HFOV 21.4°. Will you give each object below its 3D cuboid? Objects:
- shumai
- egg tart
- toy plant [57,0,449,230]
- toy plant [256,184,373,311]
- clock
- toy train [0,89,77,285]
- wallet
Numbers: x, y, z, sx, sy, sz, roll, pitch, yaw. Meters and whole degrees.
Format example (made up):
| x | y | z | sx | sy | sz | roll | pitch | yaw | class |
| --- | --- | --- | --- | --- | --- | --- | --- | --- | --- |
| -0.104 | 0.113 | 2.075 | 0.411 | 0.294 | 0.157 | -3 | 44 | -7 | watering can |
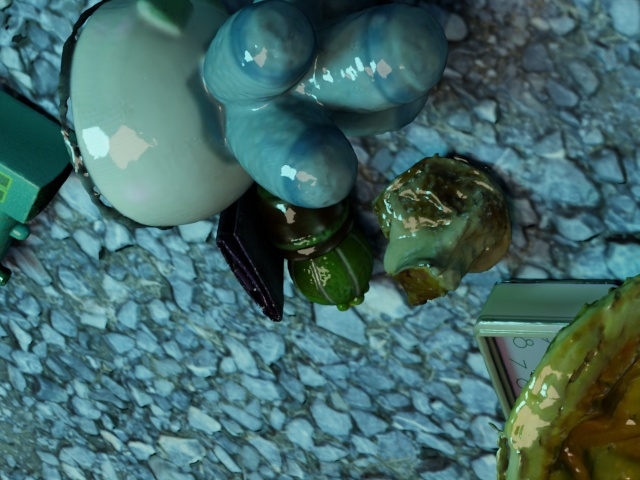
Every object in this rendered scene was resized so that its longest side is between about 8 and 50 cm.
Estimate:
| x | y | z | sx | sy | sz | roll | pitch | yaw | class |
| --- | --- | --- | --- | --- | --- | --- | --- | --- | --- |
| 0.106 | -0.002 | 1.598 | 0.145 | 0.116 | 0.145 | 18 | 134 | 20 | shumai |
| 0.303 | 0.147 | 1.531 | 0.341 | 0.341 | 0.132 | 65 | 173 | -30 | egg tart |
| -0.037 | -0.137 | 1.493 | 0.332 | 0.247 | 0.247 | -8 | 124 | 34 | toy plant |
| 0.000 | 0.000 | 1.685 | 0.093 | 0.093 | 0.162 | -4 | 129 | 35 | toy plant |
| 0.249 | 0.133 | 1.665 | 0.147 | 0.071 | 0.192 | 0 | 128 | 32 | clock |
| -0.397 | -0.052 | 1.875 | 0.194 | 0.120 | 0.298 | 31 | 138 | -3 | toy train |
| -0.068 | 0.000 | 1.683 | 0.030 | 0.166 | 0.111 | -21 | 117 | 12 | wallet |
